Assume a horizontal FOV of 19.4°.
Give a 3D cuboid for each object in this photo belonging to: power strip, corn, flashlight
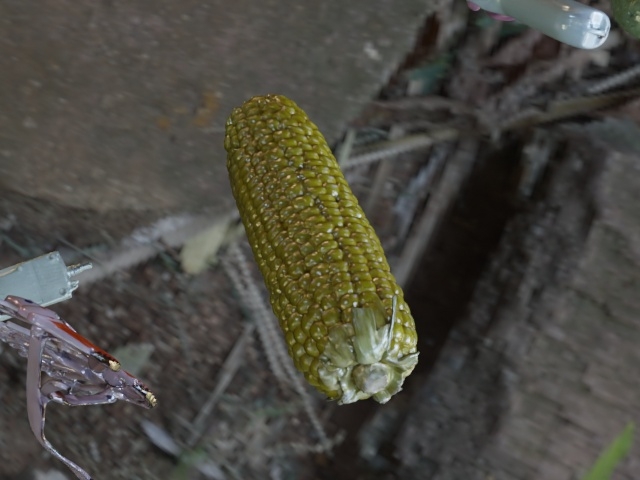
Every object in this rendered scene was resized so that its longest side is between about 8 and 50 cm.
[{"bbox_3d":[-0.306,0.053,1.777,0.191,0.030,0.047,-19,86,-17],"label":"power strip"},{"bbox_3d":[-0.004,0.003,1.349,0.091,0.260,0.091,-28,144,8],"label":"corn"},{"bbox_3d":[0.220,-0.235,1.917,0.093,0.200,0.047,6,107,-35],"label":"flashlight"}]

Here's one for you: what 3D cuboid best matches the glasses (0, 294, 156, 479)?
[{"bbox_3d":[-0.243,0.114,1.616,0.095,0.162,0.255,-52,158,-14],"label":"glasses"}]

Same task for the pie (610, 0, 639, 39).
[{"bbox_3d":[0.282,-0.217,1.178,0.054,0.240,0.240,41,81,-31],"label":"pie"}]
